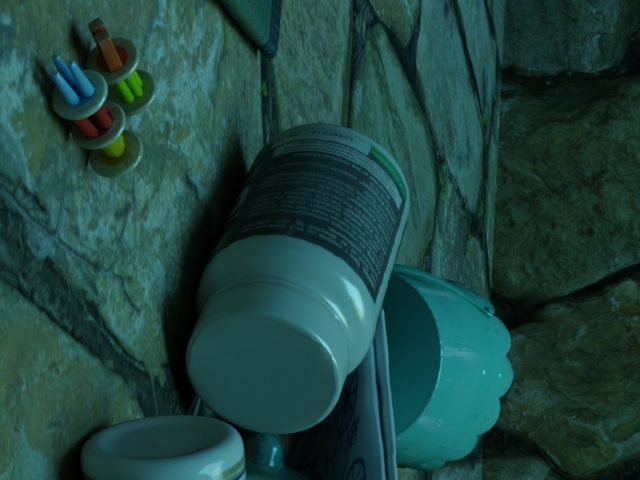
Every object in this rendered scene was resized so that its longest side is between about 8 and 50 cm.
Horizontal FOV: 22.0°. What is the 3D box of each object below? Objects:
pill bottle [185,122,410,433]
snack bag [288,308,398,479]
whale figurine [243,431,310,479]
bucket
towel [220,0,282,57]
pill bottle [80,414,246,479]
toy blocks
[{"bbox_3d":[-0.024,0.039,1.877,0.361,0.204,0.204,-70,156,-53],"label":"pill bottle"},{"bbox_3d":[0.016,0.298,1.941,0.323,0.037,0.343,-95,-157,-51],"label":"snack bag"},{"bbox_3d":[-0.078,0.310,1.775,0.216,0.141,0.272,-66,151,-18],"label":"whale figurine"},{"bbox_3d":[0.096,0.166,2.197,0.183,0.281,0.281,20,70,-57],"label":"bucket"},{"bbox_3d":[-0.099,-0.398,1.920,0.370,0.040,0.272,49,44,-71],"label":"towel"},{"bbox_3d":[-0.140,0.309,1.541,0.153,0.153,0.265,-40,129,-71],"label":"pill bottle"},{"bbox_3d":[-0.201,-0.146,1.494,0.148,0.054,0.123,65,30,-57],"label":"toy blocks"}]
